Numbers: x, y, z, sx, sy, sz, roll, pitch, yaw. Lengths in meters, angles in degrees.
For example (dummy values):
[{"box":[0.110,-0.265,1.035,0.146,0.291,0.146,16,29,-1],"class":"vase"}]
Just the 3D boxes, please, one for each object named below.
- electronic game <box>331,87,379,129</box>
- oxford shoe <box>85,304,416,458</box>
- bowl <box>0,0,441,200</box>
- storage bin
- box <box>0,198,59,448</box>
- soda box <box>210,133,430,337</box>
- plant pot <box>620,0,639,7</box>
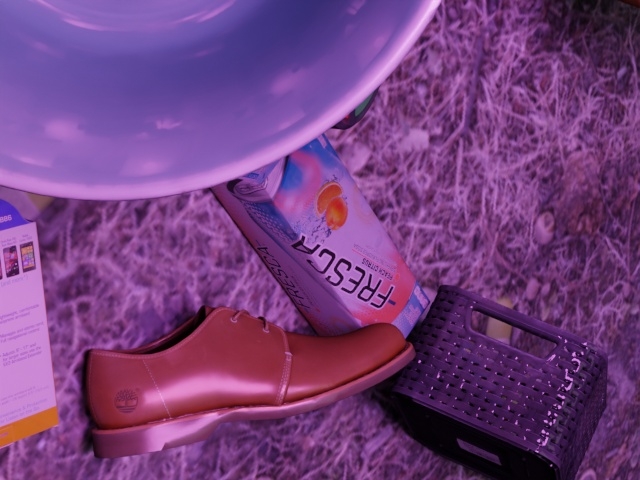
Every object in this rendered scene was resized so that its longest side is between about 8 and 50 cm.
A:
[{"box":[0.026,-0.179,0.811,0.229,0.048,0.229,10,90,-78],"class":"electronic game"},{"box":[-0.038,0.071,0.825,0.212,0.076,0.076,-10,89,-26],"class":"oxford shoe"},{"box":[-0.092,-0.183,0.618,0.311,0.163,0.311,-1,101,-5],"class":"bowl"},{"box":[0.128,0.113,0.958,0.084,0.122,0.180,-63,161,-15],"class":"storage bin"},{"box":[-0.186,0.046,0.728,0.081,0.028,0.136,-18,110,-42],"class":"box"},{"box":[0.000,0.000,0.880,0.058,0.063,0.183,-54,132,-22],"class":"soda box"},{"box":[0.236,-0.284,0.951,0.291,0.203,0.291,-13,108,-44],"class":"plant pot"}]
